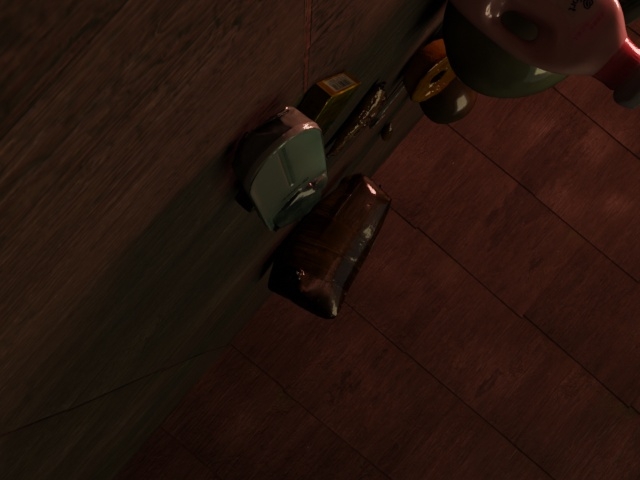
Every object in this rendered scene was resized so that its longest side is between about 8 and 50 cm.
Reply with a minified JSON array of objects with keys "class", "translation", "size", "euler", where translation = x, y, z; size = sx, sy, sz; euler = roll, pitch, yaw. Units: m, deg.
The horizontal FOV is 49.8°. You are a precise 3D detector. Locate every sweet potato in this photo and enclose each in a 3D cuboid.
[{"class":"sweet potato","translation":[0.191,-0.312,1.986],"size":[0.034,0.034,0.095],"euler":[-49,167,-18]}]

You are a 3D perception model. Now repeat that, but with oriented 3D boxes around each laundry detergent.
[{"class":"laundry detergent","translation":[0.333,-0.315,0.969],"size":[0.159,0.335,0.088],"euler":[-50,177,20]}]

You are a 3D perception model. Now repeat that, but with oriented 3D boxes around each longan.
[{"class":"longan","translation":[0.353,-0.416,1.872],"size":[0.205,0.159,0.185],"euler":[-64,176,6]}]

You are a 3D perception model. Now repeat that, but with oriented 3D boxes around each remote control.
[{"class":"remote control","translation":[-0.041,-0.075,0.789],"size":[0.104,0.052,0.247],"euler":[-42,168,-7]}]

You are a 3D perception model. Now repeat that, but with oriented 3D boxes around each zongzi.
[{"class":"zongzi","translation":[0.000,0.000,1.964],"size":[0.403,0.207,0.432],"euler":[-59,-163,-10]}]

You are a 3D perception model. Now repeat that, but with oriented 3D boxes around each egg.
[{"class":"egg","translation":[0.350,-0.386,1.157],"size":[0.352,0.258,0.258],"euler":[-51,179,-31]}]

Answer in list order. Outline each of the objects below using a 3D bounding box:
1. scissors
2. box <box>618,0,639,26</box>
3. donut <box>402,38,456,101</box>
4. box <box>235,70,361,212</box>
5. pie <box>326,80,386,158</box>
[{"class":"scissors","translation":[0.222,-0.382,1.525],"size":[0.360,0.029,0.191],"euler":[-51,178,21]},{"class":"box","translation":[0.578,-0.535,1.233],"size":[0.182,0.175,0.312],"euler":[-53,-177,-4]},{"class":"donut","translation":[0.234,-0.356,1.434],"size":[0.151,0.058,0.152],"euler":[-31,163,-11]},{"class":"box","translation":[-0.029,-0.129,0.896],"size":[0.193,0.030,0.121],"euler":[-52,176,29]},{"class":"pie","translation":[0.072,-0.219,1.259],"size":[0.170,0.034,0.092],"euler":[-52,173,20]}]
